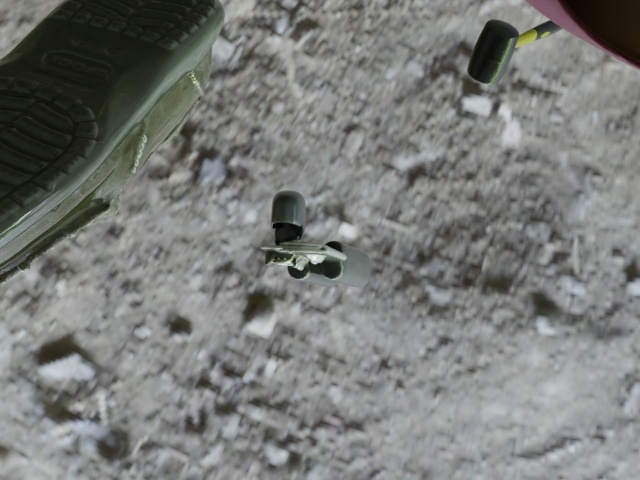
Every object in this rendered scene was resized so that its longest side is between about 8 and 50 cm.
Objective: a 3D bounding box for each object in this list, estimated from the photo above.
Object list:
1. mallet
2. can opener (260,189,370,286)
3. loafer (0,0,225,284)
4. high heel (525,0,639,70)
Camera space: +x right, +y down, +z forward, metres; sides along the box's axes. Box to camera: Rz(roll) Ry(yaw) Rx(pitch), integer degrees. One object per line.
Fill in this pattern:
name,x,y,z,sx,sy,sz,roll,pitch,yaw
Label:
mallet,0.219,-0.219,1.636,0.039,0.190,0.062,36,134,22
can opener,0.000,0.000,1.806,0.076,0.283,0.095,0,86,13
loafer,-0.120,-0.029,0.683,0.094,0.251,0.087,23,132,21
high heel,0.144,-0.101,0.591,0.377,0.181,0.127,26,118,44
